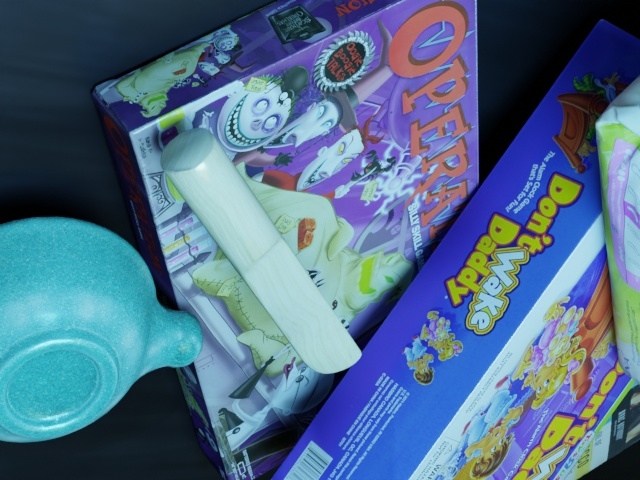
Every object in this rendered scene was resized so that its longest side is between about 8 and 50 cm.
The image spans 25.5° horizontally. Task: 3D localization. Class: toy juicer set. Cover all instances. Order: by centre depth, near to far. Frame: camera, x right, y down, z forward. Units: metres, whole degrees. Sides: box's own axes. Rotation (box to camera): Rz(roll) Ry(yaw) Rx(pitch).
[{"bbox_3d":[-0.148,0.020,0.703,0.329,0.089,0.209,-18,131,-14],"label":"toy juicer set"}]

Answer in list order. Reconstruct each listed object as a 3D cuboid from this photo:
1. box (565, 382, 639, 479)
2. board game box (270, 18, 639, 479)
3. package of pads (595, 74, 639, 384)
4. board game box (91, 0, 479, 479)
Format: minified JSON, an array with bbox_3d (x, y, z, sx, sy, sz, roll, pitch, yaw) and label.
[{"bbox_3d":[0.206,0.149,1.177,0.244,0.060,0.100,-29,143,-15],"label":"box"},{"bbox_3d":[0.145,0.056,0.937,0.347,0.078,0.233,-55,149,3],"label":"board game box"},{"bbox_3d":[0.271,-0.033,0.840,0.229,0.101,0.296,-45,147,-15],"label":"package of pads"},{"bbox_3d":[0.000,0.000,0.846,0.208,0.056,0.347,-32,144,-18],"label":"board game box"}]
